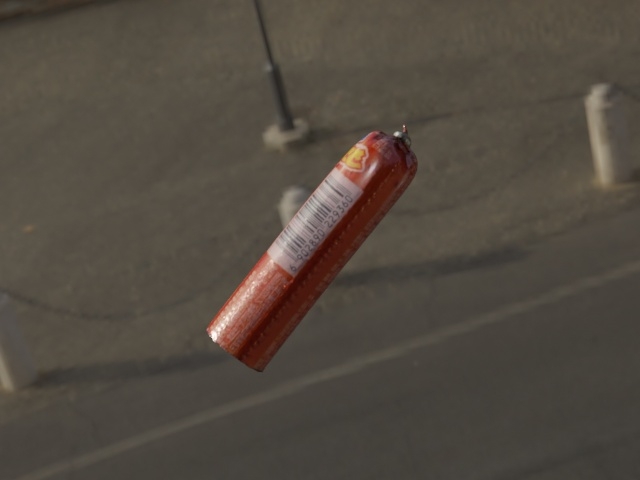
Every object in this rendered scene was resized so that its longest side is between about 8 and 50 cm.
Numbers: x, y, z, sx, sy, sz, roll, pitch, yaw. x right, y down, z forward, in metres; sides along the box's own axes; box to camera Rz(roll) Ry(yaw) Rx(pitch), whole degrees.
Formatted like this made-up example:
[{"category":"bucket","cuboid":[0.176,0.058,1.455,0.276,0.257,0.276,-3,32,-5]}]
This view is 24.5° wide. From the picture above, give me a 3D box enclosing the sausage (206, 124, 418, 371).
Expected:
[{"category":"sausage","cuboid":[0.000,0.000,0.669,0.129,0.034,0.034,-52,31,7]}]
